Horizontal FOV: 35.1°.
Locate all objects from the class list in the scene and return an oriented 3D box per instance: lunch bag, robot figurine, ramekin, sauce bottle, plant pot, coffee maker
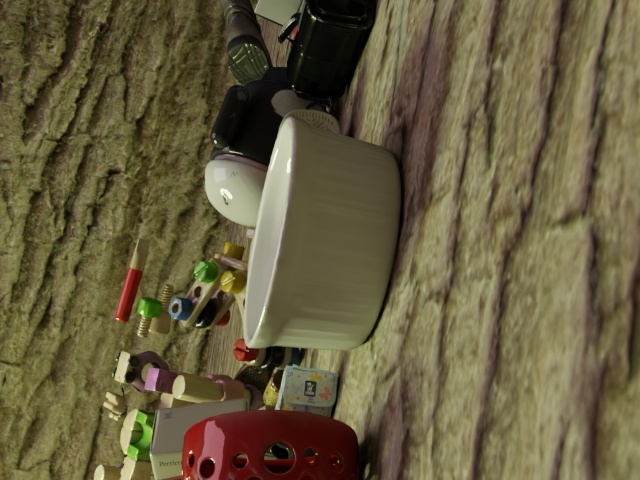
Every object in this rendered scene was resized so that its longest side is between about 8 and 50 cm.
[{"bbox_3d":[-0.019,0.202,1.296,0.053,0.071,0.083,-100,23,-68],"label":"lunch bag"},{"bbox_3d":[-0.087,-0.156,1.696,0.278,0.209,0.173,-68,12,-18],"label":"robot figurine"},{"bbox_3d":[0.000,0.000,1.207,0.277,0.135,0.277,-170,90,-80],"label":"ramekin"},{"bbox_3d":[-0.072,0.255,1.664,0.128,0.042,0.042,110,167,-56],"label":"sauce bottle"},{"bbox_3d":[-0.055,0.286,1.060,0.191,0.191,0.174,116,159,-59],"label":"plant pot"},{"bbox_3d":[0.019,-0.303,1.567,0.178,0.120,0.171,113,141,-58],"label":"coffee maker"}]

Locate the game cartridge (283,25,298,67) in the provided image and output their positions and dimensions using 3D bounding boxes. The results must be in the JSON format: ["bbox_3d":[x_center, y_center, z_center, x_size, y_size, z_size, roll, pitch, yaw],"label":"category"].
[{"bbox_3d":[-0.039,-0.370,2.126,0.294,0.060,0.196,167,109,-80],"label":"game cartridge"}]

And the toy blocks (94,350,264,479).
[{"bbox_3d":[-0.237,0.379,1.905,0.309,0.260,0.289,5,80,55],"label":"toy blocks"}]

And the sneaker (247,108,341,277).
[{"bbox_3d":[-0.030,-0.018,1.493,0.148,0.131,0.350,102,179,-58],"label":"sneaker"}]

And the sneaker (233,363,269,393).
[{"bbox_3d":[-0.140,0.280,1.974,0.071,0.066,0.188,-83,9,-50],"label":"sneaker"}]

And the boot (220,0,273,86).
[{"bbox_3d":[-0.151,-0.409,2.333,0.338,0.118,0.223,82,177,-54],"label":"boot"}]

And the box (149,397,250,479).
[{"bbox_3d":[-0.166,0.378,1.557,0.127,0.148,0.232,-98,0,-66],"label":"box"}]

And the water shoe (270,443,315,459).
[{"bbox_3d":[-0.033,0.328,1.216,0.073,0.080,0.203,110,167,-49],"label":"water shoe"}]

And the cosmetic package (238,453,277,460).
[{"bbox_3d":[-0.119,0.462,1.443,0.153,0.129,0.296,-98,19,-66],"label":"cosmetic package"}]

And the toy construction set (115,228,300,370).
[{"bbox_3d":[-0.151,0.055,1.641,0.257,0.309,0.237,-142,68,-71],"label":"toy construction set"}]

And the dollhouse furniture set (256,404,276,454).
[{"bbox_3d":[-0.153,0.333,1.647,0.182,0.161,0.101,137,134,-62],"label":"dollhouse furniture set"}]

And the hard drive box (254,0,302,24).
[{"bbox_3d":[-0.070,-0.570,2.253,0.232,0.089,0.181,-105,37,-80],"label":"hard drive box"}]
